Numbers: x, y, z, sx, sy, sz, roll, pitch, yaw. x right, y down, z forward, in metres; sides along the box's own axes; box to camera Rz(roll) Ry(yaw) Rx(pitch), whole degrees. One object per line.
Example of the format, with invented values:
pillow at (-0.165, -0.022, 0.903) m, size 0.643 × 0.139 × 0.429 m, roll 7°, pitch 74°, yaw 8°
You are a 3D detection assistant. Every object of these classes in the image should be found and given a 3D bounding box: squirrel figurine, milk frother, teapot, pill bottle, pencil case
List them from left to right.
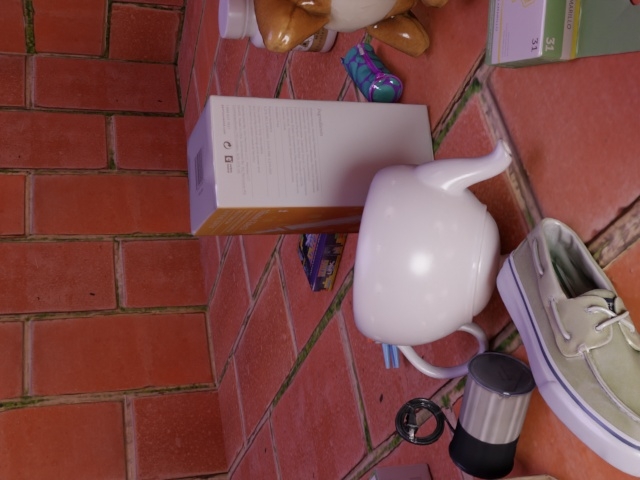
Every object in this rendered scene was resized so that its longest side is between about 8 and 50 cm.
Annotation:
pill bottle at (-0.088, -0.461, 1.534) m, size 0.131 × 0.229 × 0.131 m, roll 179°, pitch 90°, yaw -71°
pencil case at (0.088, -0.285, 1.285) m, size 0.152 × 0.064 × 0.070 m, roll -116°, pitch 6°, yaw -50°
squirrel figurine at (0.073, -0.503, 1.030) m, size 0.370 × 0.280 × 0.397 m, roll -54°, pitch 43°, yaw 50°
teapot at (0.152, 0.029, 0.962) m, size 0.256 × 0.187 × 0.253 m, roll 68°, pitch -148°, yaw -67°
milk frother at (0.178, 0.207, 0.932) m, size 0.129 × 0.143 × 0.135 m, roll -112°, pitch 25°, yaw -61°

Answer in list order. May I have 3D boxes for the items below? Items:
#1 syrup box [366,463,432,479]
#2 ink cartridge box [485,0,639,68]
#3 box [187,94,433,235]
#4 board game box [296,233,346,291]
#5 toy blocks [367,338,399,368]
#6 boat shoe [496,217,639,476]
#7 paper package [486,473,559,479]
syrup box at (0.107, 0.463, 1.219) m, size 0.237 × 0.096 × 0.093 m, roll 109°, pitch 154°, yaw -45°
ink cartridge box at (0.264, -0.280, 0.800) m, size 0.235 × 0.056 × 0.171 m, roll -153°, pitch 65°, yaw -71°
box at (-0.021, -0.109, 1.181) m, size 0.215 × 0.345 × 0.168 m, roll 149°, pitch 117°, yaw -68°
board game box at (0.000, 0.000, 1.580) m, size 0.141 × 0.048 × 0.170 m, roll -111°, pitch 28°, yaw -48°
toy blocks at (0.103, 0.146, 1.280) m, size 0.123 × 0.054 × 0.148 m, roll 150°, pitch 117°, yaw -67°
boat shoe at (0.262, 0.091, 0.745) m, size 0.302 × 0.109 × 0.094 m, roll -111°, pitch 29°, yaw -50°
paper package at (0.105, 0.419, 0.901) m, size 0.325 × 0.309 × 0.168 m, roll 116°, pitch 148°, yaw -55°
